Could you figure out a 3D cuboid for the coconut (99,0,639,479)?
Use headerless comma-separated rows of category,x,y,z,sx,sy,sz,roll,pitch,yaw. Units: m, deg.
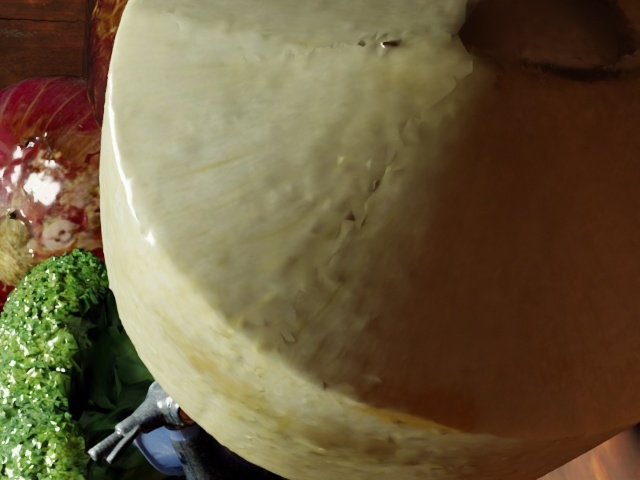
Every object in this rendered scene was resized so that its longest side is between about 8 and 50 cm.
coconut,0.046,-0.035,0.600,0.323,0.323,0.323,178,90,-74

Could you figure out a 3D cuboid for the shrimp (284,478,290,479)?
shrimp,-0.080,0.313,1.416,0.272,0.085,0.445,142,124,-59

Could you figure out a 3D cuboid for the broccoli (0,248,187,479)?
broccoli,-0.216,0.180,1.314,0.321,0.310,0.413,-51,8,35

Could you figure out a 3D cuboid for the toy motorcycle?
toy motorcycle,-0.083,0.115,1.129,0.212,0.125,0.358,57,-148,-44

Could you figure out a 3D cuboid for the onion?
onion,-0.283,-0.058,1.641,0.385,0.347,0.348,-46,-30,-53

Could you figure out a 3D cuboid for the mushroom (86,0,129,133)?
mushroom,-0.131,-0.197,1.291,0.278,0.163,0.297,-42,43,34
